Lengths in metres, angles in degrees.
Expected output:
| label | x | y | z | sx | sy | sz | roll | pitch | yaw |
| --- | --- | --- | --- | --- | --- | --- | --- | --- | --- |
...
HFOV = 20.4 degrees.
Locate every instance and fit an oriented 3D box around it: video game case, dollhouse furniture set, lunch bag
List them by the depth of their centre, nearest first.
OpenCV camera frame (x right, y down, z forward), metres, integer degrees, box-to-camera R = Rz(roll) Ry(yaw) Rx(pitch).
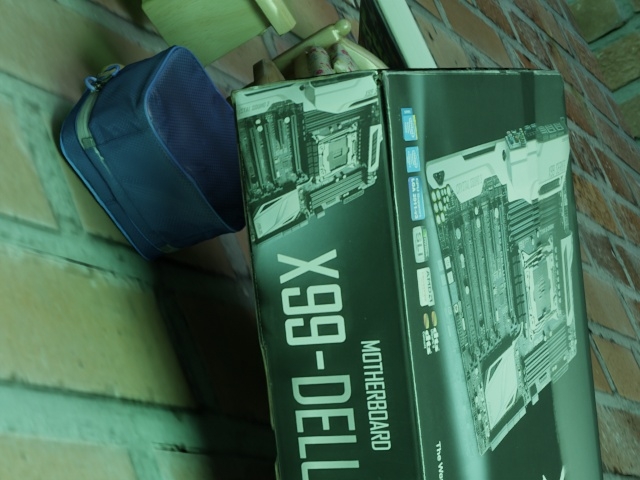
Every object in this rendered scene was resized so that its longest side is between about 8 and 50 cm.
| label | x | y | z | sx | sy | sz | roll | pitch | yaw |
| --- | --- | --- | --- | --- | --- | --- | --- | --- | --- |
| lunch bag | -0.081 | -0.043 | 0.864 | 0.098 | 0.065 | 0.067 | 55 | 34 | -22 |
| dollhouse furniture set | 0.064 | -0.084 | 1.081 | 0.355 | 0.174 | 0.303 | 55 | 10 | -21 |
| video game case | 0.074 | -0.096 | 1.342 | 0.173 | 0.022 | 0.190 | 91 | -23 | -73 |

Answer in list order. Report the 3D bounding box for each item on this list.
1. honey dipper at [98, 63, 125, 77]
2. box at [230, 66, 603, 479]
| label | x | y | z | sx | sy | sz | roll | pitch | yaw |
| --- | --- | --- | --- | --- | --- | --- | --- | --- | --- |
| honey dipper | -0.074 | -0.061 | 0.968 | 0.161 | 0.030 | 0.030 | 32 | 34 | -57 |
| box | 0.060 | 0.074 | 0.839 | 0.242 | 0.077 | 0.307 | -10 | 95 | -64 |
